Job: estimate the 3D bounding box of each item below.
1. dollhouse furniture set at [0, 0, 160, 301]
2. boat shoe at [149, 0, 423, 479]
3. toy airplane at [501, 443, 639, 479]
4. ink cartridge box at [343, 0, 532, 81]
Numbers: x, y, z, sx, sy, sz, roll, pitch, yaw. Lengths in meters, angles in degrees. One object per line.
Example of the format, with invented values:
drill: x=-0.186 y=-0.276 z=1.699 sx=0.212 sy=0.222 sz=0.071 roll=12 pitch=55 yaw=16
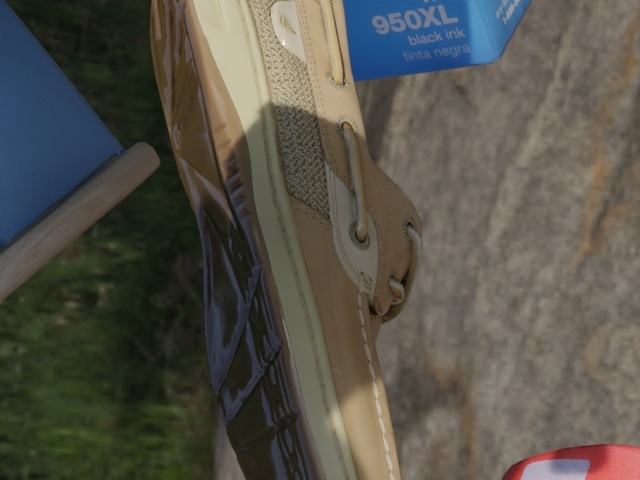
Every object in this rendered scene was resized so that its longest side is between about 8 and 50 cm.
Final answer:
dollhouse furniture set: x=-0.127 y=-0.066 z=0.333 sx=0.286 sy=0.198 sz=0.303 roll=-44 pitch=10 yaw=-34
boat shoe: x=0.000 y=0.000 z=0.735 sx=0.121 sy=0.110 sz=0.341 roll=130 pitch=130 yaw=-62
toy airplane: x=0.321 y=0.209 z=0.831 sx=0.272 sy=0.385 sz=0.386 roll=73 pitch=174 yaw=-46
ink cartridge box: x=0.042 y=-0.356 z=1.061 sx=0.285 sy=0.166 sz=0.394 roll=-59 pitch=-46 yaw=-43
